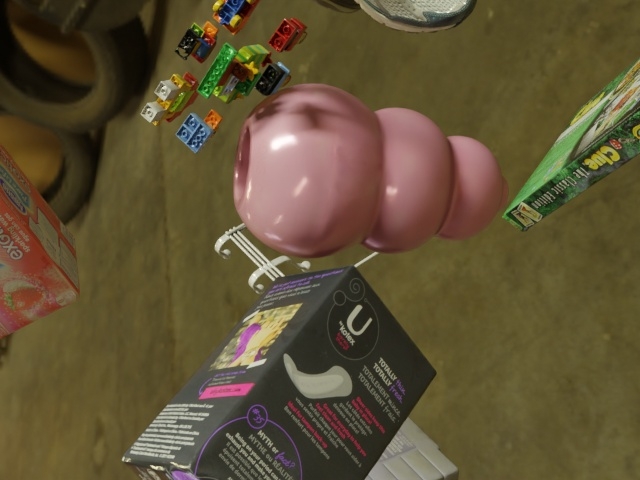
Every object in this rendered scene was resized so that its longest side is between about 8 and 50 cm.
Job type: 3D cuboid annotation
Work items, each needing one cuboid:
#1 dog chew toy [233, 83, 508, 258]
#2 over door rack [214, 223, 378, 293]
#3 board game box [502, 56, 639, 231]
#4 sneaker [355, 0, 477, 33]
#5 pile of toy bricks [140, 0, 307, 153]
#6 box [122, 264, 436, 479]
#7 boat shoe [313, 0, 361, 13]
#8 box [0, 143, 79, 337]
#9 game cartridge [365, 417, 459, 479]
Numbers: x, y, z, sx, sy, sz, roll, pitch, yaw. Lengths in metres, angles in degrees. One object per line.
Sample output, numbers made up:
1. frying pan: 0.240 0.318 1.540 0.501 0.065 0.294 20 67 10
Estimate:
1. dog chew toy: 0.068 -0.074 1.090 0.206 0.332 0.206 -175 90 -74
2. over door rack: 0.000 0.000 1.705 0.239 0.324 0.108 42 162 30
3. board game box: 0.229 -0.095 0.691 0.136 0.030 0.259 -54 -1 -16
4. sneaker: 0.051 -0.333 1.030 0.110 0.283 0.122 -58 -3 4
5. pile of toy bricks: -0.090 -0.191 0.992 0.118 0.105 0.212 42 115 6
6. box: -0.036 0.176 0.920 0.143 0.165 0.270 -12 31 53
7. boat shoe: -0.012 -0.547 1.683 0.130 0.355 0.132 -36 51 29
8. box: -0.470 -0.029 1.240 0.300 0.142 0.154 62 -179 -39
9. game cartridge: 0.044 0.337 1.563 0.355 0.230 0.068 40 128 45
